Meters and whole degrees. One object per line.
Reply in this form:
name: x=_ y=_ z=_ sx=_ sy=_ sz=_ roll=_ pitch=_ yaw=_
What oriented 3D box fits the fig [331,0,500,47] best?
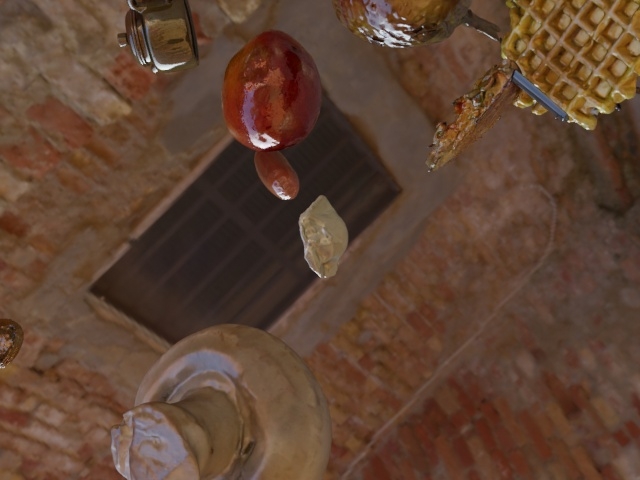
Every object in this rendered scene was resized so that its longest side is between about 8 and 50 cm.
fig: x=0.216 y=-0.454 z=1.643 sx=0.369 sy=0.286 sz=0.286 roll=28 pitch=-169 yaw=-30

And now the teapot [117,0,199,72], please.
teapot: x=-0.384 y=-0.486 z=2.005 sx=0.267 sy=0.176 sz=0.185 roll=81 pitch=177 yaw=-58

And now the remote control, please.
remote control: x=0.274 y=-0.179 z=1.087 sx=0.091 sy=0.016 sz=0.034 roll=45 pitch=-172 yaw=17

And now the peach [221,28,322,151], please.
peach: x=-0.095 y=-0.293 z=1.726 sx=0.200 sy=0.243 sz=0.243 roll=5 pitch=-167 yaw=-13

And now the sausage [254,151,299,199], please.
sausage: x=-0.095 y=-0.143 z=1.833 sx=0.077 sy=0.077 sz=0.194 roll=46 pitch=-174 yaw=-30

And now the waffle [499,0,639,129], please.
waffle: x=0.430 y=-0.357 z=1.483 sx=0.062 sy=0.329 sz=0.329 roll=-16 pitch=-125 yaw=-44

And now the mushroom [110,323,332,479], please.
mushroom: x=-0.141 y=0.253 z=1.157 sx=0.297 sy=0.297 sz=0.290 roll=48 pitch=-173 yaw=26

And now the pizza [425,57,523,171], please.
pizza: x=0.262 y=-0.221 z=1.484 sx=0.069 sy=0.226 sz=0.147 roll=45 pitch=-152 yaw=14

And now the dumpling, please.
dumpling: x=0.000 y=0.000 z=2.274 sx=0.124 sy=0.151 sz=0.228 roll=2 pitch=118 yaw=37

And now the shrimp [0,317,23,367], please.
shrimp: x=-0.771 y=0.228 z=1.958 sx=0.262 sy=0.117 sz=0.066 roll=-7 pitch=138 yaw=36
